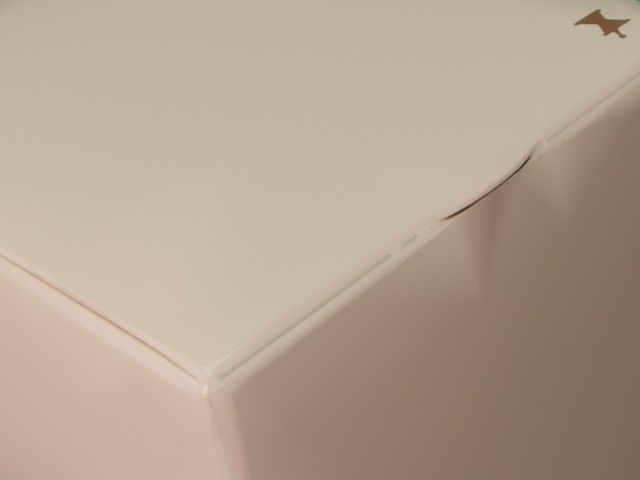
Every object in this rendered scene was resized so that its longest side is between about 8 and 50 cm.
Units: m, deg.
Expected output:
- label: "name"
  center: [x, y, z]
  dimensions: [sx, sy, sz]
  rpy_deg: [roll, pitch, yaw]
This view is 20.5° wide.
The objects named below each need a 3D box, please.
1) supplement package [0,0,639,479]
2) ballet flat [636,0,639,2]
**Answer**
- label: "supplement package"
  center: [-0.008, 0.072, 0.524]
  dimensions: [0.175, 0.293, 0.177]
  rpy_deg: [27, 47, 37]
- label: "ballet flat"
  center: [0.124, -0.135, 0.967]
  dimensions: [0.247, 0.083, 0.087]
  rpy_deg: [27, 34, 35]
